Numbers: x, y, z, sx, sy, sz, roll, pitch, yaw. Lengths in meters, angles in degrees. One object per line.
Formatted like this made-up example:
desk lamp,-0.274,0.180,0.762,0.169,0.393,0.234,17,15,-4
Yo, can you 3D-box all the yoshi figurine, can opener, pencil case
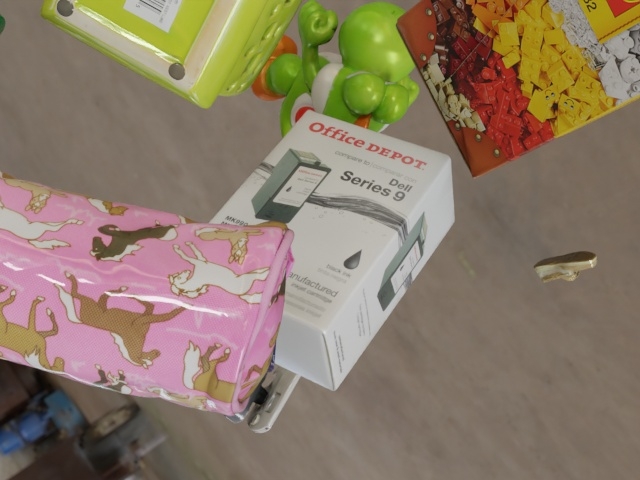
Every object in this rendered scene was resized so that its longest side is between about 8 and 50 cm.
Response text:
yoshi figurine,0.039,-0.241,1.536,0.362,0.203,0.203,22,128,67
can opener,-0.043,0.146,1.605,0.095,0.283,0.076,35,167,-24
pencil case,-0.218,0.021,0.878,0.386,0.160,0.167,13,178,2

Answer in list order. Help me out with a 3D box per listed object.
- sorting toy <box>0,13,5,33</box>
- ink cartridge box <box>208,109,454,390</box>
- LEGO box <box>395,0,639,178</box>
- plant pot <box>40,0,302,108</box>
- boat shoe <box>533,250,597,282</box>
sorting toy,-0.414,-0.131,1.103,0.046,0.274,0.132,47,180,10
ink cartridge box,0.000,0.000,1.299,0.211,0.289,0.122,21,146,25
LEGO box,0.388,-0.285,1.151,0.372,0.500,0.193,-27,90,54
plant pot,-0.138,-0.276,1.123,0.227,0.207,0.228,30,113,-3
boat shoe,0.465,0.052,2.078,0.135,0.050,0.045,-11,108,51
